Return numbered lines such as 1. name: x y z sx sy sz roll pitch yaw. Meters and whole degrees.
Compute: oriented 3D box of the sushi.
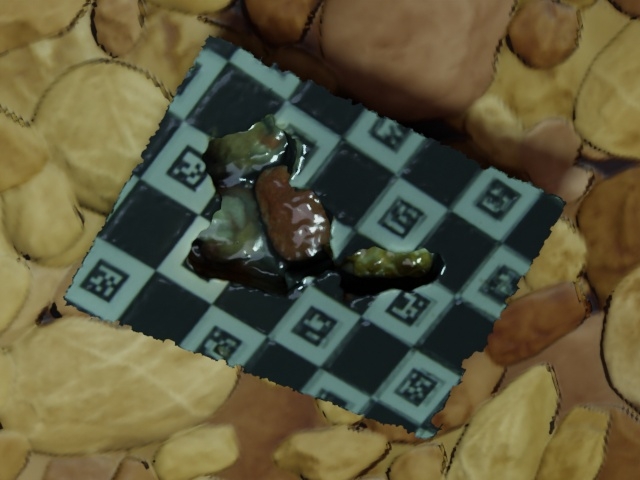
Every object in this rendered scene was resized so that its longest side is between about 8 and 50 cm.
1. sushi: 0.000 0.000 0.789 0.201 0.031 0.139 24 107 -25
